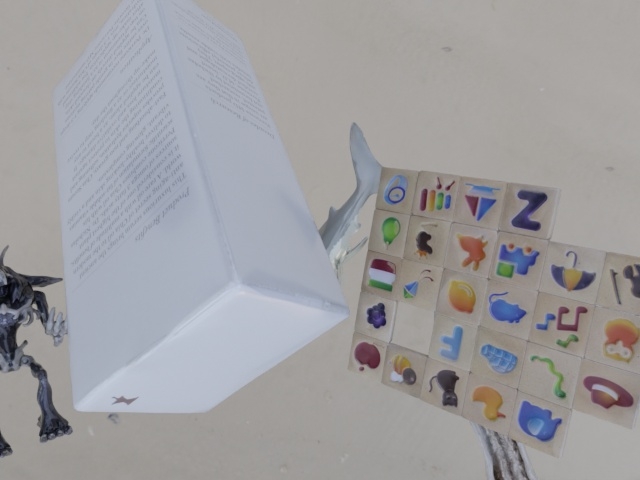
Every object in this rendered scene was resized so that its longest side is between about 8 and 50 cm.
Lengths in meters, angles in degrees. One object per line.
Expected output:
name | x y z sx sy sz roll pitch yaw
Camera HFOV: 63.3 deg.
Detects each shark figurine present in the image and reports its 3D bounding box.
shark figurine | -0.004 -0.005 0.691 0.116 0.278 0.166 35 50 12

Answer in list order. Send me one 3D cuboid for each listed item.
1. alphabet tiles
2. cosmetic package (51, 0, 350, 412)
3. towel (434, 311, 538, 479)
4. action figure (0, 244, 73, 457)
alphabet tiles | 0.134 0.050 0.423 0.009 0.237 0.199 2 100 -53
cosmetic package | -0.165 -0.065 0.595 0.230 0.454 0.161 -37 145 24
towel | 0.197 0.219 0.589 0.049 0.187 0.282 -22 63 9
action figure | -0.391 0.124 0.661 0.164 0.141 0.276 -8 77 -44
